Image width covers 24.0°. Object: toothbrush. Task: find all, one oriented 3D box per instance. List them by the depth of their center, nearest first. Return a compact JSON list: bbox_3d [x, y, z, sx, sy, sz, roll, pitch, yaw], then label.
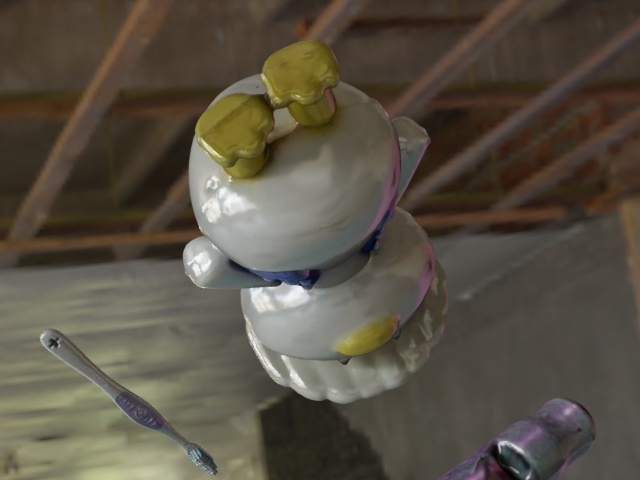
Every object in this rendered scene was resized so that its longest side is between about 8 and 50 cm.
[{"bbox_3d":[-0.088,0.077,0.705,0.011,0.013,0.131,-46,-50,-3],"label":"toothbrush"}]

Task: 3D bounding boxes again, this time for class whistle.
[{"bbox_3d":[0.049,0.116,0.612,0.176,0.033,0.033,-31,1,-33],"label":"whistle"}]

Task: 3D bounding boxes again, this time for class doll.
[{"bbox_3d":[0.000,0.000,0.781,0.138,0.119,0.293,-34,-25,-8],"label":"doll"}]
